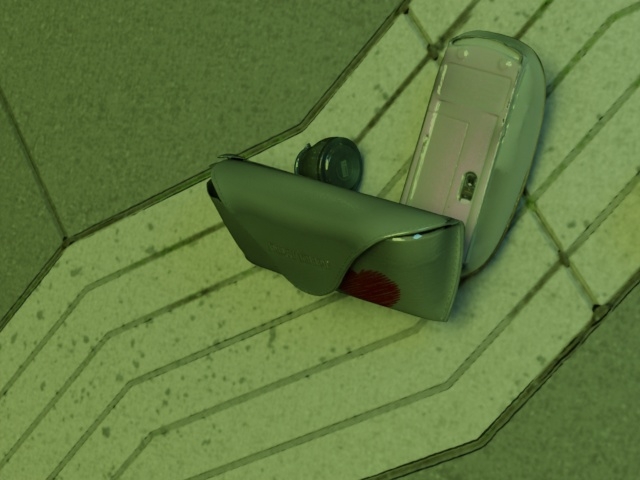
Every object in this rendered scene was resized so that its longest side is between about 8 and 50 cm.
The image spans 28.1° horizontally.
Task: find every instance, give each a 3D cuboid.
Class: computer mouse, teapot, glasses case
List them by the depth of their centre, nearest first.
[{"bbox_3d":[0.145,-0.084,1.264,0.126,0.056,0.245,20,97,37],"label":"computer mouse"},{"bbox_3d":[0.001,0.002,1.281,0.308,0.083,0.128,17,127,40],"label":"glasses case"},{"bbox_3d":[0.007,-0.066,1.347,0.057,0.066,0.088,6,111,44],"label":"teapot"}]
